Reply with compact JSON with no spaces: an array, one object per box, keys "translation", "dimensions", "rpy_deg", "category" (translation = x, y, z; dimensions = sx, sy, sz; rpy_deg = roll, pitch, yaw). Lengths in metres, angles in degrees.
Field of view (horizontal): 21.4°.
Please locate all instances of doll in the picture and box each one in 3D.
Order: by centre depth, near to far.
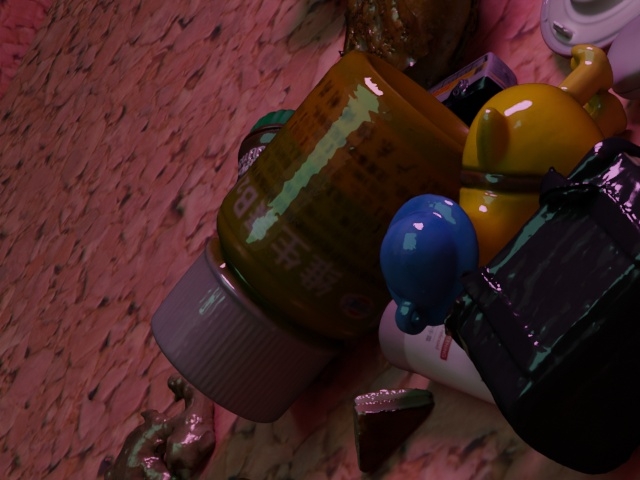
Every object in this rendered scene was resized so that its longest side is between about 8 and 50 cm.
[{"translation":[0.181,-0.035,1.591],"dimensions":[0.145,0.199,0.363],"rpy_deg":[8,45,45],"category":"doll"}]

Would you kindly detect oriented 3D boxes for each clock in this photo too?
[{"translation":[0.327,-0.297,1.815],"dimensions":[0.244,0.056,0.244],"rpy_deg":[-40,30,29],"category":"clock"}]

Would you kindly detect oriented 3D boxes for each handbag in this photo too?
[{"translation":[0.241,0.053,1.424],"dimensions":[0.254,0.181,0.181],"rpy_deg":[-50,34,14],"category":"handbag"}]

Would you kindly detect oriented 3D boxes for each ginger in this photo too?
[{"translation":[-0.216,0.288,2.084],"dimensions":[0.258,0.065,0.149],"rpy_deg":[-53,28,2],"category":"ginger"}]

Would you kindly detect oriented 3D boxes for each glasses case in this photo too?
[{"translation":[0.365,-0.199,1.629],"dimensions":[0.233,0.059,0.092],"rpy_deg":[-18,47,54],"category":"glasses case"}]

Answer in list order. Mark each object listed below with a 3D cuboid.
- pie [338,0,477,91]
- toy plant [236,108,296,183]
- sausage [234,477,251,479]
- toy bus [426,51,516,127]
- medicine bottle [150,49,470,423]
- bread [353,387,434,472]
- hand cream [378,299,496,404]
[{"translation":[0.110,-0.299,2.073],"dimensions":[0.288,0.103,0.354],"rpy_deg":[-97,27,-44],"category":"pie"},{"translation":[-0.043,-0.120,2.208],"dimensions":[0.143,0.105,0.200],"rpy_deg":[-23,29,36],"category":"toy plant"},{"translation":[-0.064,0.309,1.816],"dimensions":[0.043,0.043,0.186],"rpy_deg":[-54,25,5],"category":"sausage"},{"translation":[0.152,-0.154,1.955],"dimensions":[0.172,0.057,0.072],"rpy_deg":[-30,29,42],"category":"toy bus"},{"translation":[0.000,0.000,1.854],"dimensions":[0.384,0.224,0.224],"rpy_deg":[-51,26,14],"category":"medicine bottle"},{"translation":[0.059,0.182,1.725],"dimensions":[0.109,0.062,0.043],"rpy_deg":[-45,27,16],"category":"bread"},{"translation":[0.163,0.105,1.628],"dimensions":[0.248,0.083,0.133],"rpy_deg":[5,66,51],"category":"hand cream"}]
